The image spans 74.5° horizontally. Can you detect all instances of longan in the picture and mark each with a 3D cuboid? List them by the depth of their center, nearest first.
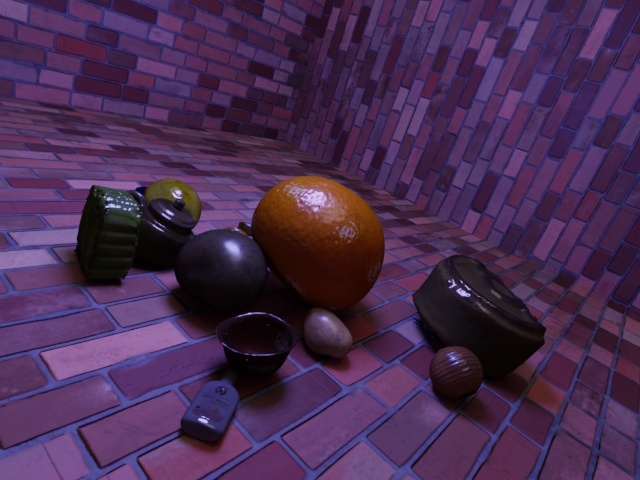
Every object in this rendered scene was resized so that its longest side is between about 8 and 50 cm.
[{"bbox_3d":[-0.258,0.078,1.104,0.245,0.215,0.246,-2,-1,0],"label":"longan"}]

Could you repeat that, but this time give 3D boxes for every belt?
[{"bbox_3d":[-0.283,-0.046,1.656,0.083,0.036,0.059,19,13,-1],"label":"belt"}]

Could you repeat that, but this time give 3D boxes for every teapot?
[{"bbox_3d":[-0.461,-0.053,1.224,0.267,0.175,0.185,34,8,-9],"label":"teapot"}]

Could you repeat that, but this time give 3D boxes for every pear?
[{"bbox_3d":[-0.497,-0.114,1.394,0.197,0.198,0.197,17,20,-6],"label":"pear"}]

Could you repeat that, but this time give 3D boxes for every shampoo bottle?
[{"bbox_3d":[-0.197,0.305,0.802,0.079,0.040,0.165,19,21,3],"label":"shampoo bottle"}]

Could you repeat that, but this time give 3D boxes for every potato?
[{"bbox_3d":[0.016,0.242,1.084,0.147,0.112,0.112,35,24,21],"label":"potato"}]

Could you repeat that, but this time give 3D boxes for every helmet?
[{"bbox_3d":[-0.148,0.241,0.918,0.175,0.106,0.155,5,22,-30],"label":"helmet"}]

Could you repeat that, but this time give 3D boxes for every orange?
[{"bbox_3d":[0.000,0.000,1.242,0.424,0.326,0.424,44,-12,12],"label":"orange"}]

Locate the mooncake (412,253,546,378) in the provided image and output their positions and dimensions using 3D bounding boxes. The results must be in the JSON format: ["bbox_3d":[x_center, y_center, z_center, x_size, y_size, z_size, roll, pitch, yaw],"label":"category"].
[{"bbox_3d":[0.508,0.230,1.350,0.394,0.246,0.393,44,23,31],"label":"mooncake"}]

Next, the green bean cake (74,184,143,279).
[{"bbox_3d":[-0.550,-0.023,1.087,0.113,0.215,0.200,9,19,-41],"label":"green bean cake"}]

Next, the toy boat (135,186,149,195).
[{"bbox_3d":[-0.573,-0.159,1.669,0.219,0.072,0.318,25,10,22],"label":"toy boat"}]

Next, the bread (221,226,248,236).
[{"bbox_3d":[-0.322,-0.020,1.566,0.109,0.025,0.110,18,19,-6],"label":"bread"}]

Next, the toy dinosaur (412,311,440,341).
[{"bbox_3d":[0.353,0.275,1.393,0.080,0.045,0.197,27,14,-11],"label":"toy dinosaur"}]

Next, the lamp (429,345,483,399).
[{"bbox_3d":[0.349,0.339,1.086,0.136,0.137,0.136,17,20,-6],"label":"lamp"}]
